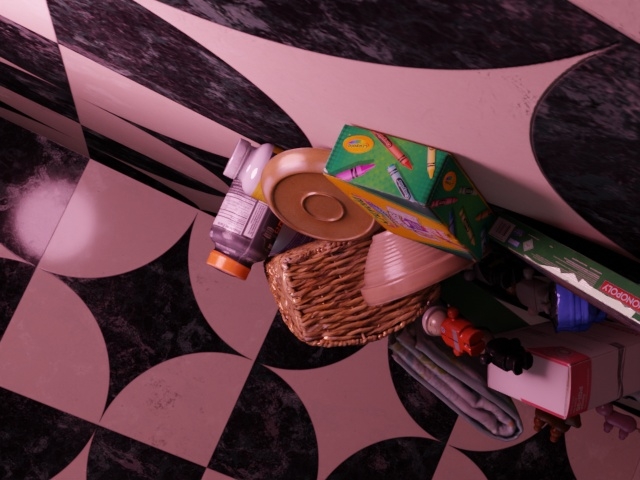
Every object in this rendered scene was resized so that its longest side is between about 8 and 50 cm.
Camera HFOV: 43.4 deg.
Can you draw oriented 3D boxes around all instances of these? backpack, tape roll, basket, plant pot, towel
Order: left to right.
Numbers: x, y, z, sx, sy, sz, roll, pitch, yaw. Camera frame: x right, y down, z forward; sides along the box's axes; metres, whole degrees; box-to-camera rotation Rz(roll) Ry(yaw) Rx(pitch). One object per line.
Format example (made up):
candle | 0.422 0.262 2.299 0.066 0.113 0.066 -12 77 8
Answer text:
plant pot | 0.007 -0.066 1.375 0.236 0.032 0.236 12 146 8
basket | 0.064 0.090 1.601 0.299 0.213 0.223 -19 -177 -14
plant pot | 0.167 0.016 1.393 0.237 0.237 0.109 160 86 -81
towel | 0.278 0.237 1.766 0.374 0.090 0.320 41 -160 -21
tape roll | 0.415 0.188 1.888 0.321 0.077 0.321 36 -176 -3
backpack | 0.441 0.101 1.379 0.101 0.097 0.120 -9 162 18

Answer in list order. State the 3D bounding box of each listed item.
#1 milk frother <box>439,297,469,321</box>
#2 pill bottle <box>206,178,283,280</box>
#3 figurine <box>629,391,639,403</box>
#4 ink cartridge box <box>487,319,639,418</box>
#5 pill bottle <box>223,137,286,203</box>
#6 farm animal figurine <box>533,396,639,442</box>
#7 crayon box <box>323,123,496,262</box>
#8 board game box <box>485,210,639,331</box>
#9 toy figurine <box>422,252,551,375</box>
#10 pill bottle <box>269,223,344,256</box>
milk frother | 0.332 0.157 2.118 0.143 0.134 0.129 13 139 0
pill bottle | -0.141 -0.045 1.620 0.130 0.245 0.130 24 174 3
figurine | 0.729 0.312 1.811 0.210 0.092 0.215 20 146 -11
ink cartridge box | 0.513 0.247 1.636 0.283 0.117 0.207 -8 -166 -34
pill bottle | -0.079 -0.114 1.467 0.184 0.103 0.103 25 174 -10
farm animal figurine | 0.653 0.331 1.985 0.330 0.172 0.326 -13 -138 -16
crayon box | 0.140 -0.063 1.173 0.165 0.081 0.278 20 173 30
board game box | 0.408 0.073 1.153 0.213 0.046 0.317 30 -175 -38
toy figurine | 0.320 0.128 1.510 0.213 0.209 0.148 24 -178 -33
pill bottle | 0.000 0.000 1.839 0.302 0.169 0.169 28 173 -32
